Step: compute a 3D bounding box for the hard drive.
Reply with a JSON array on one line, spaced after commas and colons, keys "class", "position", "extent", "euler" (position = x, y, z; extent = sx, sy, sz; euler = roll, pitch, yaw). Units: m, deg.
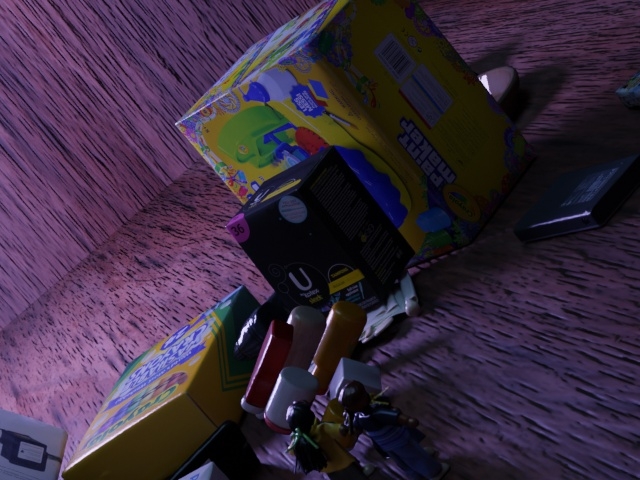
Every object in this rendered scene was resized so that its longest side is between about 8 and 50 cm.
[{"class": "hard drive", "position": [0.261, -0.042, 1.665], "extent": [0.094, 0.022, 0.135], "euler": [-46, 15, -25]}]

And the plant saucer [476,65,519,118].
[{"class": "plant saucer", "position": [0.158, -0.131, 2.213], "extent": [0.278, 0.041, 0.278], "euler": [-37, 13, 10]}]

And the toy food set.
[{"class": "toy food set", "position": [-0.012, 0.149, 1.632], "extent": [0.232, 0.111, 0.104], "euler": [-95, 24, -62]}]

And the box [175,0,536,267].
[{"class": "box", "position": [0.040, -0.120, 1.948], "extent": [0.279, 0.290, 0.177], "euler": [-25, 21, 51]}]

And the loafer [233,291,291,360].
[{"class": "loafer", "position": [-0.053, 0.096, 1.946], "extent": [0.061, 0.062, 0.170], "euler": [-43, -9, 25]}]

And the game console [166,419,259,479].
[{"class": "game console", "position": [-0.129, 0.245, 1.693], "extent": [0.071, 0.107, 0.122], "euler": [23, 60, 43]}]

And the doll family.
[{"class": "doll family", "position": [0.029, 0.166, 1.417], "extent": [0.193, 0.111, 0.076], "euler": [-27, 18, 43]}]

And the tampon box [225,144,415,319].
[{"class": "tampon box", "position": [0.000, 0.000, 1.854], "extent": [0.120, 0.161, 0.101], "euler": [-27, 17, 40]}]

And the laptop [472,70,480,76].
[{"class": "laptop", "position": [0.122, -0.164, 2.484], "extent": [0.234, 0.136, 0.264], "euler": [-42, 39, -7]}]

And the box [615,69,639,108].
[{"class": "box", "position": [0.393, -0.194, 1.797], "extent": [0.137, 0.027, 0.094], "euler": [-41, 12, -5]}]

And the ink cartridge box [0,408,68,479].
[{"class": "ink cartridge box", "position": [-0.369, 0.318, 1.899], "extent": [0.237, 0.100, 0.172], "euler": [-104, 36, -75]}]

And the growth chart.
[{"class": "growth chart", "position": [0.015, 0.112, 1.839], "extent": [0.237, 0.021, 0.172], "euler": [-36, 14, 16]}]

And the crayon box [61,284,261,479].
[{"class": "crayon box", "position": [-0.176, 0.198, 1.943], "extent": [0.203, 0.083, 0.323], "euler": [-34, 15, 23]}]

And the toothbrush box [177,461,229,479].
[{"class": "toothbrush box", "position": [-0.175, 0.334, 1.325], "extent": [0.283, 0.122, 0.206], "euler": [-29, 23, 23]}]
